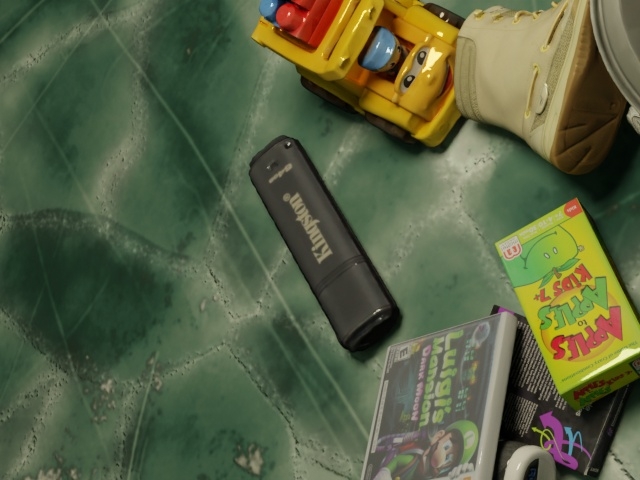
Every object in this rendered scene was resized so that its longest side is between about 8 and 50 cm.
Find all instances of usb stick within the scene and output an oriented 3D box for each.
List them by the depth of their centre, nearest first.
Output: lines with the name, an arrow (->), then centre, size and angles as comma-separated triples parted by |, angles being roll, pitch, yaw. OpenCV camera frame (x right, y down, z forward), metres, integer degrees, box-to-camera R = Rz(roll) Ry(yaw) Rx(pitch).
usb stick -> 0.000, 0.000, 1.614 | 0.077, 0.045, 0.278 | -44, 54, 21

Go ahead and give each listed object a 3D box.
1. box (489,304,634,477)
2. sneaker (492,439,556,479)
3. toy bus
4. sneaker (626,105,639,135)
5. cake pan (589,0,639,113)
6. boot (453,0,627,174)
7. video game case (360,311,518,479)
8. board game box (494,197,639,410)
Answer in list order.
box -> 0.213, 0.142, 1.417 | 0.162, 0.029, 0.116 | 23, 91, 41
sneaker -> 0.146, 0.289, 1.403 | 0.121, 0.079, 0.217 | 10, 84, 51
toy bus -> 0.035, -0.214, 1.547 | 0.220, 0.211, 0.149 | 34, 97, 38
sneaker -> 0.328, -0.037, 1.343 | 0.093, 0.088, 0.225 | -44, 50, 29
cake pan -> 0.379, -0.215, 1.272 | 0.293, 0.054, 0.293 | 0, 90, 7
boot -> 0.227, -0.215, 1.433 | 0.203, 0.095, 0.262 | 37, 116, 56
video game case -> 0.109, 0.172, 1.434 | 0.173, 0.022, 0.190 | -21, 46, 47
board game box -> 0.238, 0.057, 1.385 | 0.092, 0.043, 0.181 | -30, 50, 14
